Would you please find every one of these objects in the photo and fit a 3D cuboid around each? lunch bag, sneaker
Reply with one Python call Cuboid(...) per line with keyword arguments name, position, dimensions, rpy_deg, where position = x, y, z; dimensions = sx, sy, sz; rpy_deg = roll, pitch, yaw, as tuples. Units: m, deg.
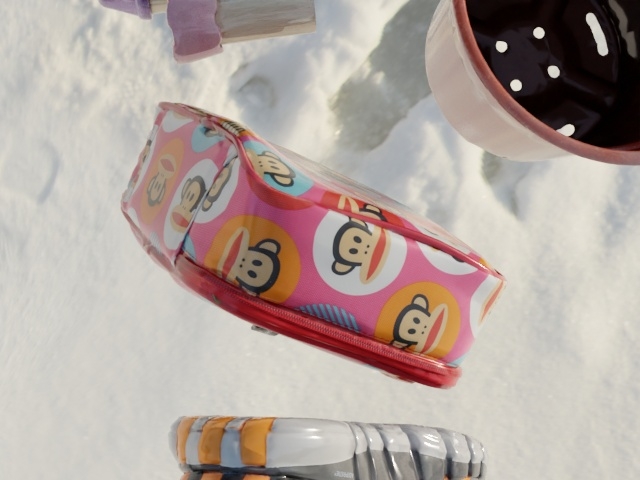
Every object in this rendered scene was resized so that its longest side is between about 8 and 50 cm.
Cuboid(name="lunch bag", position=(0.000, 0.000, 0.856), dimensions=(0.258, 0.293, 0.120), rpy_deg=(21, 98, -25))
Cuboid(name="sneaker", position=(0.008, 0.200, 0.684), dimensions=(0.321, 0.125, 0.180), rpy_deg=(18, 71, -57))

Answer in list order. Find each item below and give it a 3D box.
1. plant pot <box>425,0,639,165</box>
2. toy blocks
Cuboid(name="plant pot", position=(0.215, -0.183, 0.984), dimensions=(0.272, 0.265, 0.272), rpy_deg=(0, 86, -6))
Cuboid(name="toy blocks", position=(-0.160, -0.324, 0.994), dimensions=(0.260, 0.288, 0.309), rpy_deg=(-8, 110, -4))
